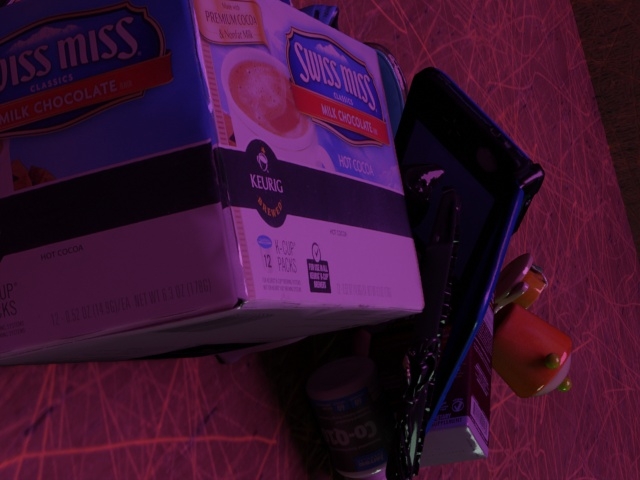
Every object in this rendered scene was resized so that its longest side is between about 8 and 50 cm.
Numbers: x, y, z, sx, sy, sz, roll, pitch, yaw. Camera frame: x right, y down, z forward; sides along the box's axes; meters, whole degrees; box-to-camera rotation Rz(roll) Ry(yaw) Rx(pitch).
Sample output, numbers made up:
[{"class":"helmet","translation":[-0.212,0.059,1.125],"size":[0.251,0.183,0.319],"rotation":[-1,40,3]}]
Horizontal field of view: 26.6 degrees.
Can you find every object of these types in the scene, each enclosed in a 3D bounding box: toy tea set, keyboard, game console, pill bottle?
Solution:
[{"class":"toy tea set","translation":[0.245,0.137,1.750],"size":[0.124,0.200,0.336],"rotation":[40,27,-6]},{"class":"keyboard","translation":[0.094,0.121,1.249],"size":[0.201,0.033,0.317],"rotation":[-69,167,-52]},{"class":"game console","translation":[0.108,0.016,1.404],"size":[0.250,0.173,0.293],"rotation":[48,-28,20]},{"class":"pill bottle","translation":[0.041,0.196,1.403],"size":[0.078,0.078,0.137],"rotation":[-56,129,-60]}]

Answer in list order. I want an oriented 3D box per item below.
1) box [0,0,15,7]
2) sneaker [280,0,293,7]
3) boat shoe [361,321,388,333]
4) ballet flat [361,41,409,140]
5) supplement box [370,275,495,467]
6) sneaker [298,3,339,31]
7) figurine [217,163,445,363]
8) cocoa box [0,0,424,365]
[{"class":"box","translation":[-0.258,-0.331,0.965],"size":[0.257,0.079,0.322],"rotation":[62,27,-30]},{"class":"sneaker","translation":[-0.085,-0.202,1.242],"size":[0.182,0.127,0.315],"rotation":[68,23,-17]},{"class":"boat shoe","translation":[0.047,0.037,1.549],"size":[0.040,0.049,0.142],"rotation":[123,-43,-86]},{"class":"ballet flat","translation":[0.070,-0.102,1.623],"size":[0.096,0.095,0.280],"rotation":[-62,146,-71]},{"class":"supplement box","translation":[0.128,0.142,1.571],"size":[0.239,0.130,0.073],"rotation":[-82,150,-41]},{"class":"sneaker","translation":[0.017,-0.163,1.526],"size":[0.069,0.082,0.209],"rotation":[-55,131,-63]},{"class":"figurine","translation":[0.004,0.013,1.236],"size":[0.092,0.209,0.215],"rotation":[63,27,-32]},{"class":"cocoa box","translation":[-0.098,-0.039,0.991],"size":[0.347,0.231,0.228],"rotation":[9,70,-67]}]
